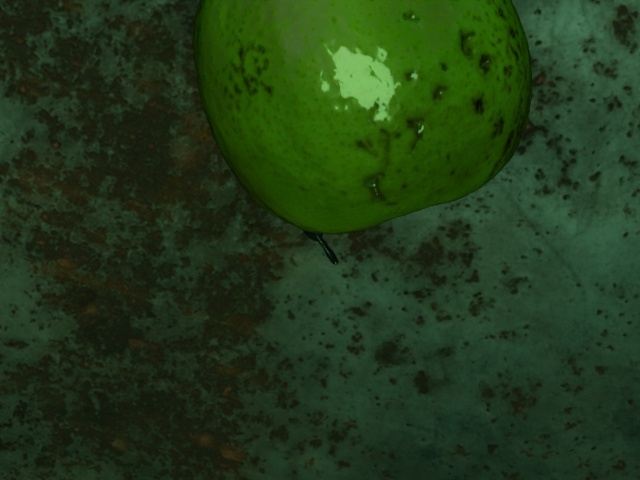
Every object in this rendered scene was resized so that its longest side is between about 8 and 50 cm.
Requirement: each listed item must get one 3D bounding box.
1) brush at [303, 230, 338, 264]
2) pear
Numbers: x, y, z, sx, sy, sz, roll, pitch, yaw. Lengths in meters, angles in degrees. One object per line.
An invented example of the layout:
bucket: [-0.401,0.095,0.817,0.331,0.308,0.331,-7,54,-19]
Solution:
brush: [0.000,0.000,1.349,0.024,0.008,0.083,-32,108,11]
pear: [0.035,-0.202,1.089,0.391,0.391,0.391,0,112,1]
